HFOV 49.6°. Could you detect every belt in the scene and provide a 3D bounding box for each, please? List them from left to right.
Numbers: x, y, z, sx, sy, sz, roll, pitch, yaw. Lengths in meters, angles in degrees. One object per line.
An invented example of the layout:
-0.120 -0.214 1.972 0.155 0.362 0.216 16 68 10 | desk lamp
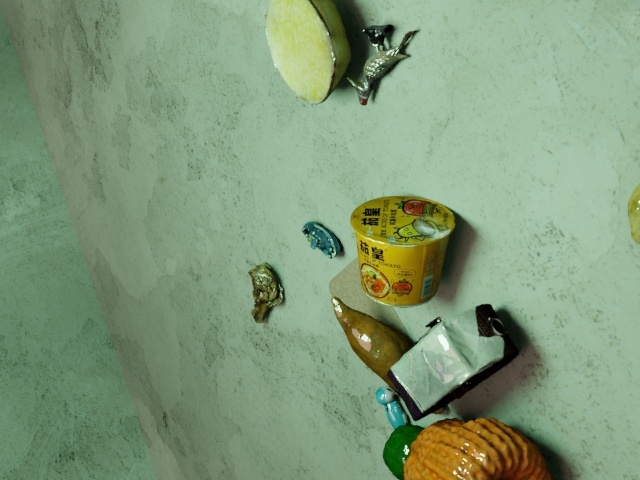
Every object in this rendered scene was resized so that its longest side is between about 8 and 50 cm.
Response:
0.260 0.241 1.424 0.289 0.184 0.164 -49 60 39 | belt

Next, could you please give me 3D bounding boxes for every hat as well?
0.298 0.475 1.469 0.400 0.285 0.285 -141 45 -70 | hat

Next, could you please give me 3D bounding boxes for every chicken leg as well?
-0.157 0.154 1.958 0.125 0.081 0.196 33 133 50 | chicken leg

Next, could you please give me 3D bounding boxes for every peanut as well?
0.538 -0.075 1.083 0.089 0.089 0.192 37 132 35 | peanut

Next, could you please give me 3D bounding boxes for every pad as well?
0.118 0.184 1.701 0.176 0.002 0.266 -45 68 46 | pad

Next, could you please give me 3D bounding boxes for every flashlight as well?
0.176 0.414 1.677 0.051 0.051 0.129 -30 84 49 | flashlight

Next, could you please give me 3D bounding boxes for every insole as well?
0.156 0.333 1.649 0.002 0.053 0.153 -52 27 2 | insole

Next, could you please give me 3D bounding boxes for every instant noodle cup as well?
0.169 0.025 1.450 0.216 0.216 0.172 28 131 41 | instant noodle cup

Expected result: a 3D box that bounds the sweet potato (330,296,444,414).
0.150 0.257 1.596 0.359 0.112 0.112 46 138 -4 | sweet potato

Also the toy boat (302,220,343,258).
0.000 0.000 1.731 0.137 0.061 0.060 42 130 31 | toy boat

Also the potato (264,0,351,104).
-0.012 -0.440 1.554 0.299 0.116 0.239 54 143 34 | potato

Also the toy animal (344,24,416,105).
0.122 -0.375 1.470 0.105 0.070 0.202 35 125 13 | toy animal
